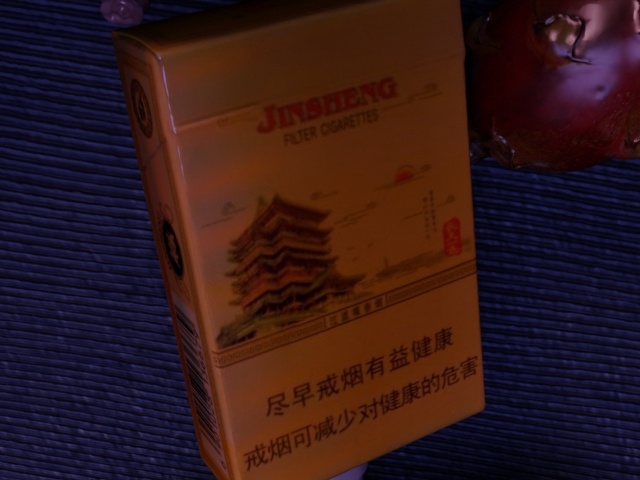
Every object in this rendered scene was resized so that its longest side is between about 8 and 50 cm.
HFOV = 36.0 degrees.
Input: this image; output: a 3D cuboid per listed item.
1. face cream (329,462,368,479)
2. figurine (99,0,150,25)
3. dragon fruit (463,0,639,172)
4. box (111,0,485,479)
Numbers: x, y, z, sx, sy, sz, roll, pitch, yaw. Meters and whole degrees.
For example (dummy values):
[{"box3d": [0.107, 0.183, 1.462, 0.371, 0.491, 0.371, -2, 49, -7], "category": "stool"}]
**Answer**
[{"box3d": [-0.021, 0.056, 0.678, 0.102, 0.102, 0.345, -3, 115, 6], "category": "face cream"}, {"box3d": [-0.152, -0.195, 0.573, 0.178, 0.114, 0.144, -22, 129, 27], "category": "figurine"}, {"box3d": [0.124, -0.091, 0.597, 0.246, 0.125, 0.125, -25, 134, 33], "category": "dragon fruit"}, {"box3d": [0.000, 0.000, 0.563, 0.174, 0.076, 0.274, -19, 117, -24], "category": "box"}]
